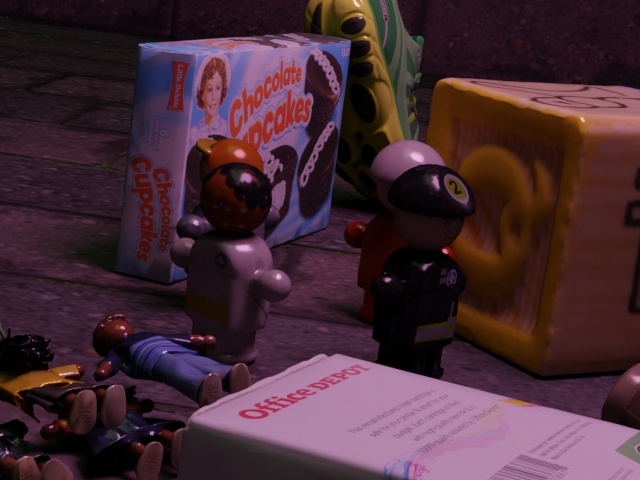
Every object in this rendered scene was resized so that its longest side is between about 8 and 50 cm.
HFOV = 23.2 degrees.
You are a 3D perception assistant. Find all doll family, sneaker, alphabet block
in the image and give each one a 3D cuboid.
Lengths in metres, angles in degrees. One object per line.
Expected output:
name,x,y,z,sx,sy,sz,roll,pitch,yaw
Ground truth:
doll family,-0.130,0.084,0.849,0.111,0.076,0.193,13,8,44
sneaker,0.068,-0.151,1.596,0.109,0.295,0.123,21,53,30
sneaker,0.252,0.108,1.004,0.071,0.066,0.188,38,30,30
alphabet block,0.204,-0.016,1.202,0.197,0.193,0.192,0,13,-30

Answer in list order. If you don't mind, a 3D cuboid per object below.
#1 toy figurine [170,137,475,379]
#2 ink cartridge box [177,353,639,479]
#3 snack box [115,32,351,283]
toy figurine,0.000,0.000,1.114,0.210,0.148,0.213,6,13,-3
ink cartridge box,0.060,0.127,0.698,0.212,0.093,0.154,14,13,24
snack box,-0.068,-0.083,1.367,0.060,0.187,0.322,12,13,21
